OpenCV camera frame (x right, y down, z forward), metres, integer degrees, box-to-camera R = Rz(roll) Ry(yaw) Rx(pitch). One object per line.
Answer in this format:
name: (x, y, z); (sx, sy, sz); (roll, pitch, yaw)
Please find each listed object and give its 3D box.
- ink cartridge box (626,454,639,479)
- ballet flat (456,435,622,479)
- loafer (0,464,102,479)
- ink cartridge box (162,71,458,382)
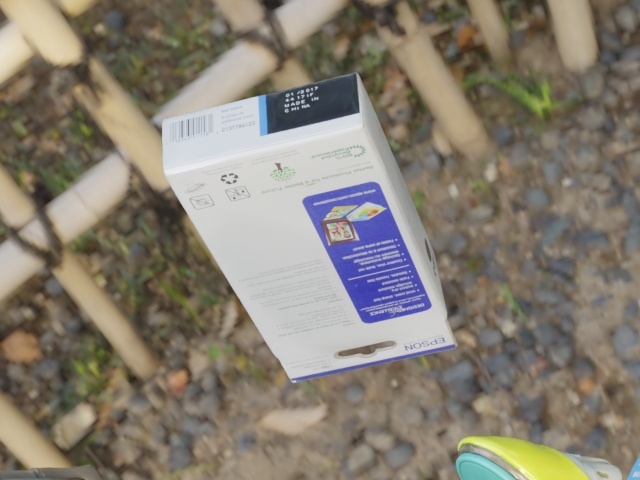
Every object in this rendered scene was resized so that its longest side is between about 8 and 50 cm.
ink cartridge box: (0.259, 0.266, 1.262); (0.180, 0.104, 0.060); (-57, 19, -22)
ballet flat: (0.170, 0.182, 1.016); (0.077, 0.231, 0.077); (-49, 22, -25)
loafer: (-0.162, 0.087, 0.454); (0.096, 0.267, 0.084); (-18, 64, 36)
ink cartridge box: (0.000, 0.000, 1.372); (0.165, 0.333, 0.065); (-13, 52, 10)
